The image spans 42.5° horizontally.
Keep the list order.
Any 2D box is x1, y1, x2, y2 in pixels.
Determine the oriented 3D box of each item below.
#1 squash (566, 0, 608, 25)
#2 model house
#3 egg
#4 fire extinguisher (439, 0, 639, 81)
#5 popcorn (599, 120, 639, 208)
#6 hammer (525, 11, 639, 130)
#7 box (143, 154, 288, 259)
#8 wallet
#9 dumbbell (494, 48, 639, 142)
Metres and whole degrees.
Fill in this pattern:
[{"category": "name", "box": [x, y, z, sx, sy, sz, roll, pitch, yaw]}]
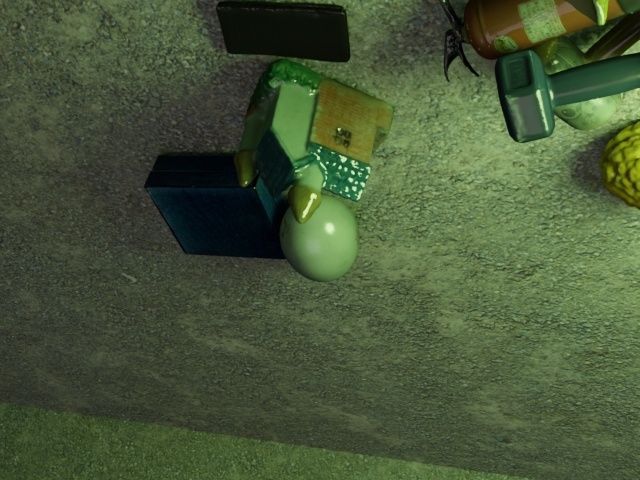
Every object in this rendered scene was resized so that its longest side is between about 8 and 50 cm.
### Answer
[{"category": "squash", "box": [0.289, -0.419, 1.131, 0.203, 0.289, 0.111, 0, 143, 20]}, {"category": "model house", "box": [-0.031, -0.144, 1.582, 0.267, 0.325, 0.194, 21, 143, -15]}, {"category": "egg", "box": [0.000, 0.000, 1.901, 0.183, 0.183, 0.264, 7, 151, 12]}, {"category": "fire extinguisher", "box": [0.338, -0.402, 1.320, 0.376, 0.113, 0.200, -16, 92, 35]}, {"category": "popcorn", "box": [0.629, -0.109, 1.503, 0.226, 0.200, 0.203, -3, 135, 27]}, {"category": "hammer", "box": [0.486, -0.323, 1.364, 0.202, 0.113, 0.305, 30, 134, -24]}, {"category": "box", "box": [-0.230, -0.079, 1.938, 0.279, 0.116, 0.261, 1, 143, 19]}, {"category": "wallet", "box": [-0.067, -0.389, 1.533, 0.244, 0.025, 0.124, 5, 145, 11]}, {"category": "dumbbell", "box": [0.437, -0.250, 1.273, 0.316, 0.143, 0.156, -11, 122, 18]}]
